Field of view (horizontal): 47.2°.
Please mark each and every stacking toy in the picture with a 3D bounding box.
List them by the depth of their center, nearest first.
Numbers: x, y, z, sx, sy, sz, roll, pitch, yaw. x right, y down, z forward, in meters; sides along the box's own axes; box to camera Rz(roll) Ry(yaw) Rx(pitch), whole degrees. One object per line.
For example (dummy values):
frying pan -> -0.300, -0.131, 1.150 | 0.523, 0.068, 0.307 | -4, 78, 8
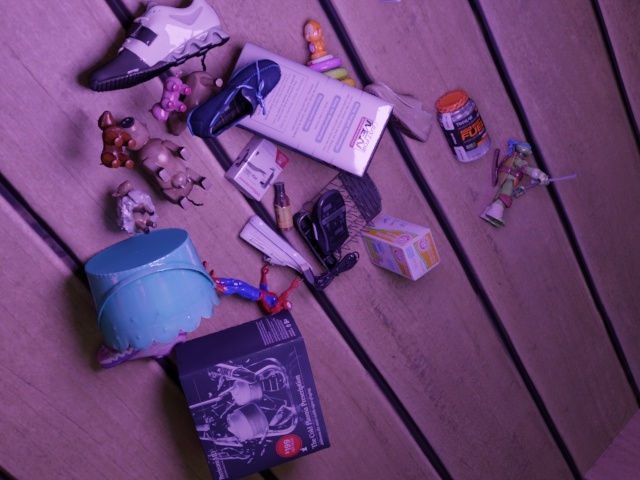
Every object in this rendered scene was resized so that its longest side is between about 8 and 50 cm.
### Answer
stacking toy -> 0.017, -0.405, 1.844 | 0.166, 0.175, 0.301 | -24, 104, -25

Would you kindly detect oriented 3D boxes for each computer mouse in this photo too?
computer mouse -> 0.000, 0.000, 1.899 | 0.184, 0.060, 0.262 | -39, 131, -27

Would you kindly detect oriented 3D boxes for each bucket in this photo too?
bucket -> -0.384, 0.102, 1.651 | 0.281, 0.281, 0.183 | -26, 113, -25

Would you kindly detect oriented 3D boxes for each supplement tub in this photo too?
supplement tub -> 0.412, -0.332, 2.124 | 0.117, 0.117, 0.190 | -42, 122, -16

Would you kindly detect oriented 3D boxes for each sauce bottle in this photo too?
sauce bottle -> -0.098, -0.089, 1.910 | 0.042, 0.042, 0.128 | -18, 110, -28

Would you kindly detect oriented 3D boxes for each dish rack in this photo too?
dish rack -> 0.062, -0.067, 1.999 | 0.271, 0.074, 0.208 | -43, 123, -16

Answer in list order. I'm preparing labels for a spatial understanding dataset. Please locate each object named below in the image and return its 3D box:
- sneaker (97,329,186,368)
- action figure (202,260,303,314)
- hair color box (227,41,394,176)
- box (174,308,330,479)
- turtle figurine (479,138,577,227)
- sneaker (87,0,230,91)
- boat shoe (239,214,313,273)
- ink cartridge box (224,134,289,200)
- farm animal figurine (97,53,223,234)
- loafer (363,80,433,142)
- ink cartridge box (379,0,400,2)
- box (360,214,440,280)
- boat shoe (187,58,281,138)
sneaker -> -0.420, 0.252, 1.771 | 0.236, 0.095, 0.104 | -29, 125, -24
action figure -> -0.164, 0.103, 1.887 | 0.280, 0.091, 0.139 | 30, 97, -35
hair color box -> -0.035, -0.301, 1.723 | 0.374, 0.113, 0.185 | 24, 90, 4
box -> -0.173, 0.397, 1.866 | 0.313, 0.179, 0.343 | -17, 113, -8
turtle figurine -> 0.632, -0.151, 2.270 | 0.275, 0.198, 0.266 | 34, 88, -31
sneaker -> -0.375, -0.437, 1.602 | 0.330, 0.122, 0.146 | -32, 100, -21
boat shoe -> -0.119, 0.026, 1.916 | 0.076, 0.083, 0.226 | -47, 112, 1
ink cartridge box -> -0.159, -0.181, 1.834 | 0.099, 0.056, 0.135 | 41, 80, -35
farm animal figurine -> -0.356, -0.216, 1.644 | 0.330, 0.172, 0.326 | -34, 132, -29
loafer -> 0.217, -0.367, 2.005 | 0.268, 0.102, 0.092 | 32, 84, -44
ink cartridge box -> 0.140, -0.726, 1.856 | 0.208, 0.087, 0.153 | 28, 88, -36
box -> 0.222, 0.018, 2.046 | 0.103, 0.203, 0.114 | -34, 119, -21
boat shoe -> -0.168, -0.295, 1.595 | 0.258, 0.089, 0.109 | -48, 139, -19
